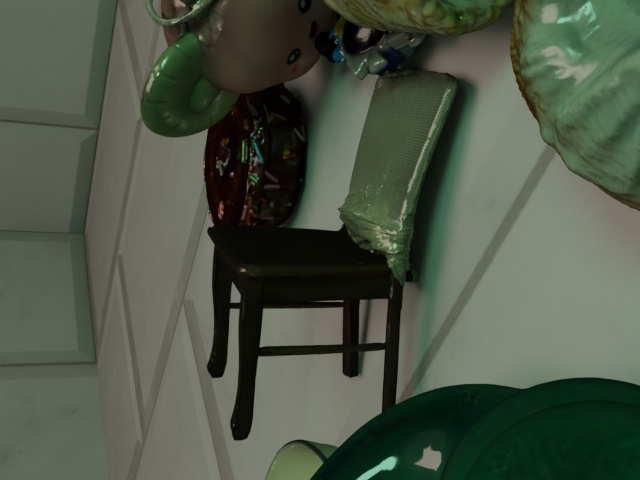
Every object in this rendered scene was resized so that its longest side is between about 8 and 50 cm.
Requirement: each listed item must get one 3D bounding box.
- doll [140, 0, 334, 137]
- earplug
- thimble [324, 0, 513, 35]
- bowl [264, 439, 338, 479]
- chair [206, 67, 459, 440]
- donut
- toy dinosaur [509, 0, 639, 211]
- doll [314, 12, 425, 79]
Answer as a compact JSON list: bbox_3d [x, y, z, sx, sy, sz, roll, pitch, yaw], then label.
[{"bbox_3d":[-0.105,-0.260,0.817,0.216,0.268,0.284,28,124,21],"label":"doll"},{"bbox_3d":[0.098,0.144,0.403,0.280,0.257,0.164,68,-144,-75],"label":"earplug"},{"bbox_3d":[0.084,-0.250,0.565,0.143,0.137,0.190,36,109,61],"label":"thimble"},{"bbox_3d":[0.039,0.284,0.627,0.238,0.126,0.237,-178,90,-66],"label":"bowl"},{"bbox_3d":[0.000,0.000,0.679,0.160,0.186,0.319,-139,53,-68],"label":"chair"},{"bbox_3d":[-0.090,-0.107,0.996,0.235,0.089,0.235,-177,90,-65],"label":"donut"},{"bbox_3d":[0.180,-0.051,0.344,0.393,0.092,0.205,62,155,-6],"label":"toy dinosaur"},{"bbox_3d":[0.049,-0.198,0.718,0.096,0.070,0.195,-56,25,3],"label":"doll"}]
